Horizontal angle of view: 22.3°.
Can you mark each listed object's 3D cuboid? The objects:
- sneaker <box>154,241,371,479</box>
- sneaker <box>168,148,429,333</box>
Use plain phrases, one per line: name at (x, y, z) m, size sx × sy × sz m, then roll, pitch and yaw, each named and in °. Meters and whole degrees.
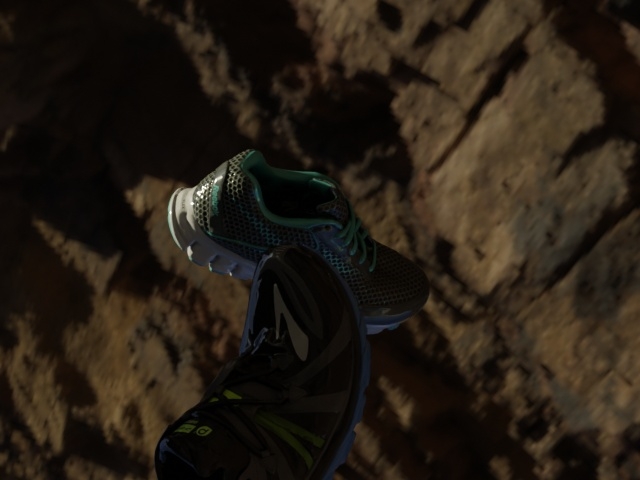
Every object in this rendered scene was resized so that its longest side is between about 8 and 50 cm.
sneaker at (-0.031, 0.088, 0.740) m, size 0.078 × 0.067 × 0.188 m, roll 28°, pitch -109°, yaw -39°
sneaker at (0.000, 0.000, 0.919) m, size 0.166 × 0.076 × 0.065 m, roll 21°, pitch -132°, yaw -25°
